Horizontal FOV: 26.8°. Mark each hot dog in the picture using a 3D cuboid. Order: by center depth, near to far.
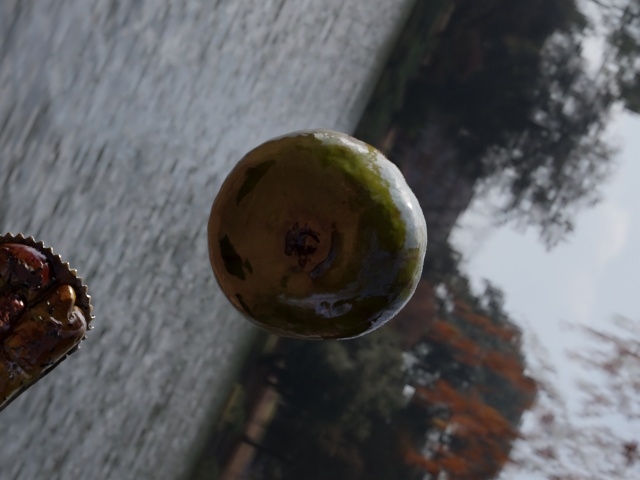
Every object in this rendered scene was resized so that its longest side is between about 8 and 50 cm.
[{"bbox_3d":[-0.239,0.074,0.883,0.191,0.108,0.059,-43,-159,-26],"label":"hot dog"}]

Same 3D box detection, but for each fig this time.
[{"bbox_3d":[0.000,0.000,0.983,0.259,0.151,0.151,38,78,-86],"label":"fig"}]
